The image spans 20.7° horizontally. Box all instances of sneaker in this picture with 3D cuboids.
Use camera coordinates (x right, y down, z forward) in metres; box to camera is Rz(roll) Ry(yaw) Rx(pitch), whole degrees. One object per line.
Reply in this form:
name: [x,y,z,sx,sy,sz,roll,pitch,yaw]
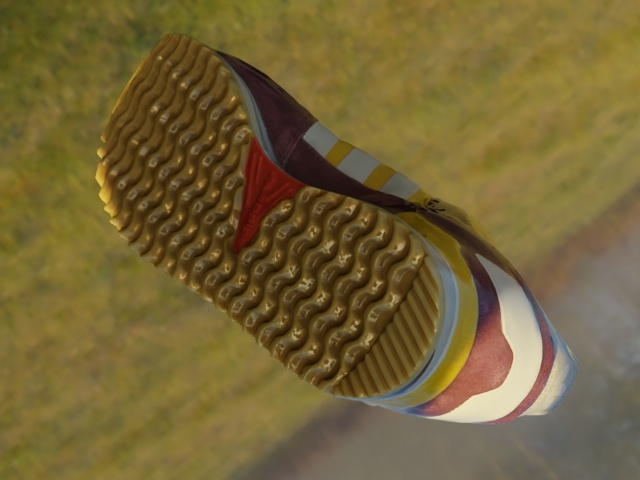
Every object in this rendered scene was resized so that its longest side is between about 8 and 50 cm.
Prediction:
sneaker: [0.000,0.000,0.543,0.084,0.185,0.069,22,106,-43]
